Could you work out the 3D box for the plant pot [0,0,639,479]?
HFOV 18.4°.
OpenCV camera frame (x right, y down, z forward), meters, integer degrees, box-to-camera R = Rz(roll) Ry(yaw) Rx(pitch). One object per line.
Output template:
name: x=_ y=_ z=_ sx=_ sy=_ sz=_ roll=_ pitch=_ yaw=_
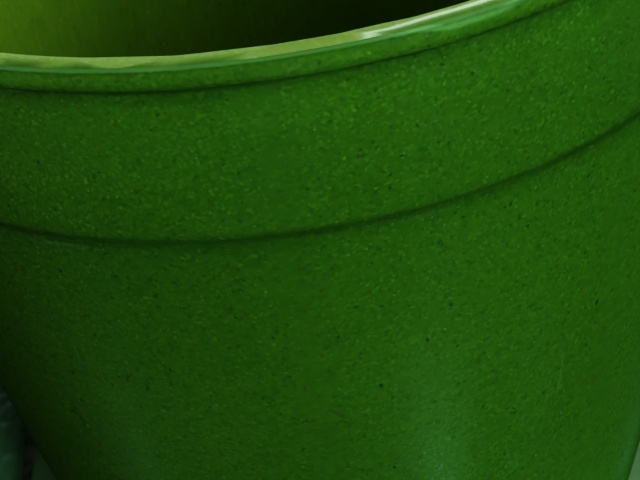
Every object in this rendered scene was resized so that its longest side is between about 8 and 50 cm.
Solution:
plant pot: x=0.000 y=0.000 z=0.845 sx=0.366 sy=0.366 sz=0.353 roll=-29 pitch=127 yaw=-31
